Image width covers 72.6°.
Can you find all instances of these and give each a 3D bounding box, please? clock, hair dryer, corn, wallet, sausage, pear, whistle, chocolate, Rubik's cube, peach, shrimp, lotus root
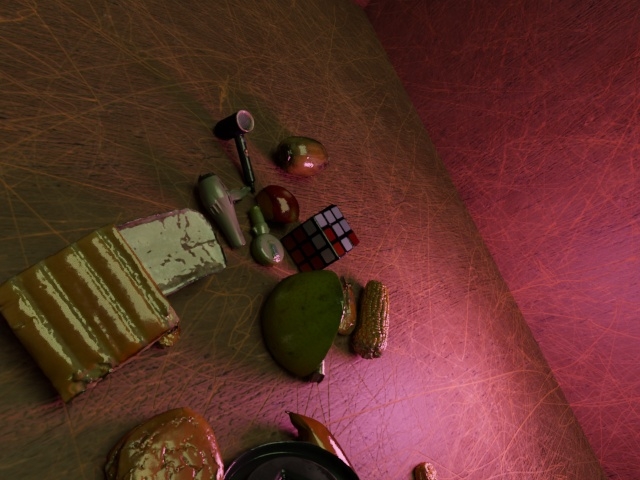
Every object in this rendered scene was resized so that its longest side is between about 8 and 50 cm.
[{"bbox_3d":[-0.055,0.533,0.872,0.312,0.312,0.062,-10,116,-52],"label":"clock"},{"bbox_3d":[-0.253,-0.079,1.273,0.224,0.088,0.219,10,62,-63],"label":"hair dryer"},{"bbox_3d":[0.180,0.264,1.470,0.115,0.115,0.318,41,39,-21],"label":"corn"},{"bbox_3d":[-0.008,0.311,1.217,0.039,0.110,0.155,5,56,-7],"label":"wallet"},{"bbox_3d":[0.014,0.545,1.068,0.112,0.112,0.329,-27,85,-54],"label":"sausage"},{"bbox_3d":[-0.259,-0.274,1.399,0.069,0.128,0.256,-19,101,-47],"label":"hair dryer"},{"bbox_3d":[-0.043,0.186,1.158,0.139,0.239,0.288,26,45,-36],"label":"pear"},{"bbox_3d":[-0.169,-0.016,1.316,0.104,0.057,0.199,2,63,-49],"label":"whistle"},{"bbox_3d":[-0.377,0.042,0.993,0.303,0.100,0.185,-23,89,-45],"label":"chocolate"},{"bbox_3d":[0.000,0.000,1.412,0.163,0.160,0.162,58,37,2],"label":"Rubik's cube"},{"bbox_3d":[-0.132,-0.114,1.399,0.151,0.151,0.119,7,103,-46],"label":"peach"},{"bbox_3d":[0.071,0.207,1.436,0.115,0.051,0.217,28,47,-30],"label":"shrimp"},{"bbox_3d":[-0.046,-0.308,1.613,0.278,0.154,0.154,0,64,-55],"label":"lotus root"}]

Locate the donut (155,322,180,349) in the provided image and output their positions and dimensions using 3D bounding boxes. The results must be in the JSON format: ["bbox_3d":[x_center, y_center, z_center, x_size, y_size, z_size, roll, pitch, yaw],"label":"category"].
[{"bbox_3d":[-0.363,0.190,0.950,0.108,0.043,0.097,24,48,-35],"label":"donut"}]

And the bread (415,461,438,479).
[{"bbox_3d":[0.330,0.740,1.338,0.083,0.044,0.111,31,41,-33],"label":"bread"}]

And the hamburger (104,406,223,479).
[{"bbox_3d":[-0.283,0.430,0.817,0.213,0.108,0.214,28,41,-28],"label":"hamburger"}]

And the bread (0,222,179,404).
[{"bbox_3d":[-0.422,0.136,0.806,0.239,0.111,0.246,-37,97,-27],"label":"bread"}]
